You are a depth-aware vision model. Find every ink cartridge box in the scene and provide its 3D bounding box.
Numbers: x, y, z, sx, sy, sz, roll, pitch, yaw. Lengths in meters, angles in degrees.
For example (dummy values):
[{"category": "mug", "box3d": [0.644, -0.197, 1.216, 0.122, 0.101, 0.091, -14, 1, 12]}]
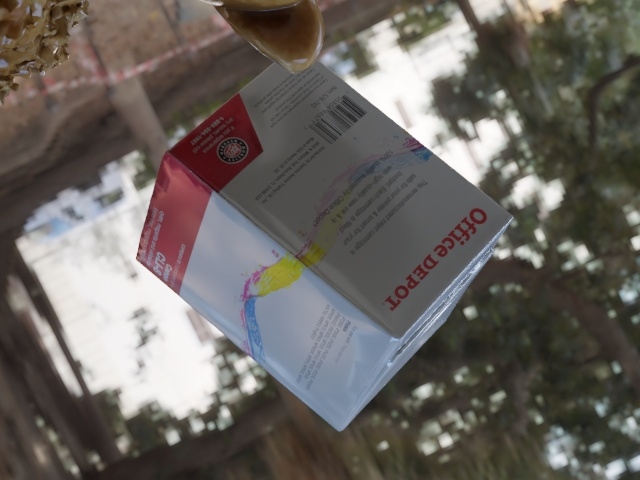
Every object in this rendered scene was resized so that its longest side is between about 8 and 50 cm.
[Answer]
[{"category": "ink cartridge box", "box3d": [0.000, 0.000, 0.928, 0.128, 0.176, 0.127, -43, 167, -34]}]

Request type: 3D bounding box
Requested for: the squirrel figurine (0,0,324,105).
[{"category": "squirrel figurine", "box3d": [-0.173, -0.160, 0.709, 0.370, 0.281, 0.397, 11, -142, 3]}]
